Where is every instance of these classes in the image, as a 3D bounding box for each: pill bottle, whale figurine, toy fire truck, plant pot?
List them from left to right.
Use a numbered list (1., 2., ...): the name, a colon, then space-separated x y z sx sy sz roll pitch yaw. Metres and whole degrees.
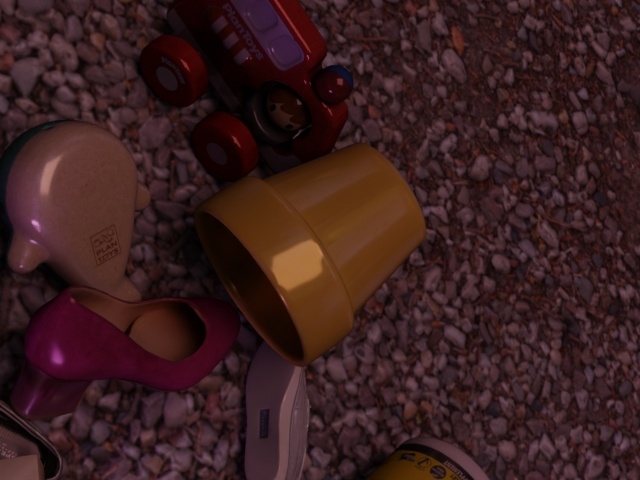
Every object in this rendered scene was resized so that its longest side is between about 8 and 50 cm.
1. whale figurine: -0.312 -0.020 1.531 0.216 0.141 0.272 -35 125 -36
2. toy fire truck: -0.080 -0.227 1.648 0.169 0.254 0.302 -43 105 -34
3. plant pot: 0.000 0.000 1.617 0.239 0.254 0.254 -33 100 -16
4. pill bottle: 0.084 0.433 1.656 0.334 0.188 0.188 -39 103 -35

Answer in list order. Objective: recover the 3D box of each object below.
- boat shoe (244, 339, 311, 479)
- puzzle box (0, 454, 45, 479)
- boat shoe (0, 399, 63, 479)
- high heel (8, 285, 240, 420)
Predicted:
1. boat shoe: -0.053 0.237 1.683 0.081 0.079 0.227 36 53 -52
2. puzzle box: -0.400 0.437 1.231 0.272 0.052 0.408 -8 66 -6
3. boat shoe: -0.436 0.188 1.380 0.335 0.119 0.121 28 64 -28
4. high heel: -0.201 0.099 1.491 0.127 0.181 0.377 42 33 17
